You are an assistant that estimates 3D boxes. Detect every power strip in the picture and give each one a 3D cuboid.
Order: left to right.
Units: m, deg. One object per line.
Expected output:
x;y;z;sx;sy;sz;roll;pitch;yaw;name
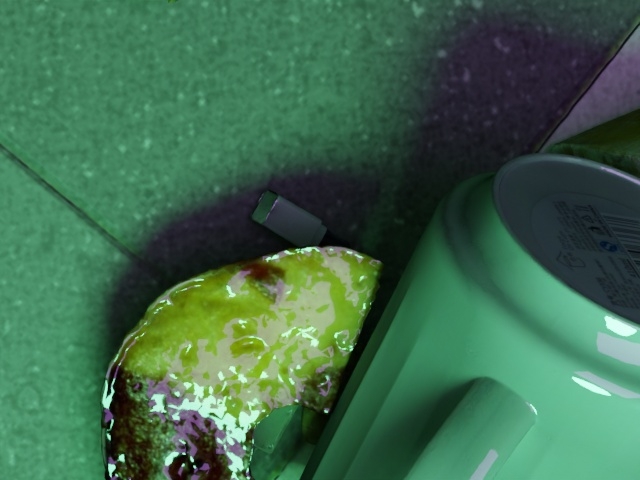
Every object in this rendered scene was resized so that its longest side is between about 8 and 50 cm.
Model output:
-0.033;0.120;1.402;0.027;0.017;0.083;30;88;-18;power strip

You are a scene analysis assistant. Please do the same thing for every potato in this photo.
0.015;0.113;1.404;0.051;0.040;0.083;25;97;-40;potato

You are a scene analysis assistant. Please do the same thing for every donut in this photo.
-0.081;0.126;1.333;0.151;0.112;0.295;21;87;-4;donut

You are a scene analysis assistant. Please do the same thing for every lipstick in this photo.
0.000;0.000;1.392;0.107;0.025;0.025;32;88;-27;lipstick

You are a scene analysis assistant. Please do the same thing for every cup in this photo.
0.111;0.139;1.247;0.237;0.323;0.326;36;122;15;cup

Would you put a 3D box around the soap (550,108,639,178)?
0.317;-0.078;1.419;0.258;0.160;0.080;-22;104;-16;soap

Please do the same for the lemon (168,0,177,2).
-0.119;-0.221;1.271;0.109;0.109;0.133;-25;100;-14;lemon
